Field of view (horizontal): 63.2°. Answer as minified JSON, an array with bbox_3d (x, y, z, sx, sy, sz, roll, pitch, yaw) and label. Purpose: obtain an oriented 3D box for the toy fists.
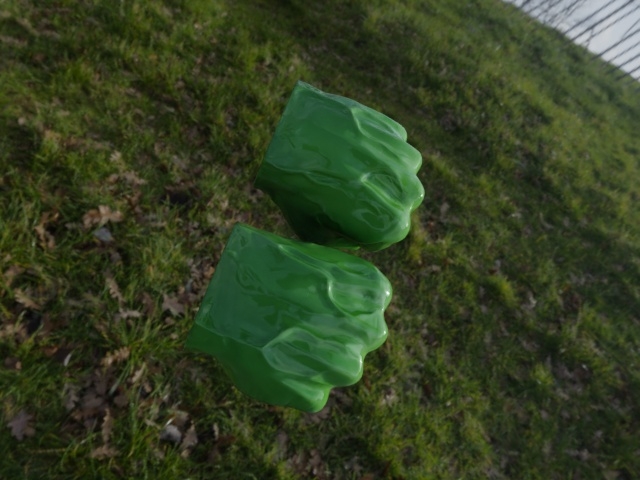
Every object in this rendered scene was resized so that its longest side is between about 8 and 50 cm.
[{"bbox_3d":[0.000,0.000,0.442,0.142,0.096,0.279,23,64,-7],"label":"toy fists"}]
